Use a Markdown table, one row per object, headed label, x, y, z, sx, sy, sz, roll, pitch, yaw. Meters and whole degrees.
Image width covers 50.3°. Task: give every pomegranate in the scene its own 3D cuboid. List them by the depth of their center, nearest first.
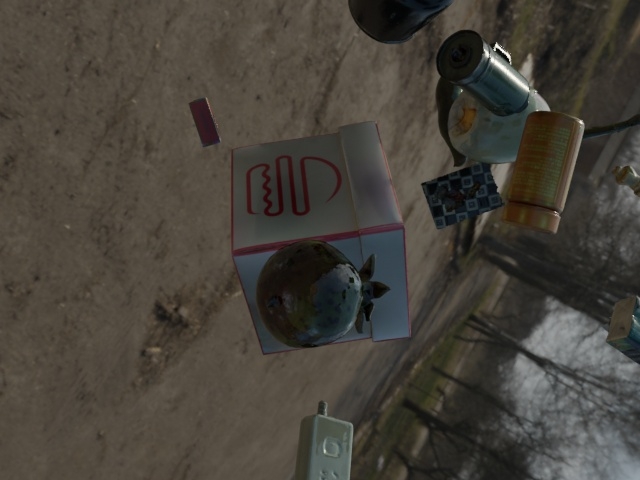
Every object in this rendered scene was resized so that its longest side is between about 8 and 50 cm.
| label | x | y | z | sx | sy | sz | roll | pitch | yaw |
| --- | --- | --- | --- | --- | --- | --- | --- | --- | --- |
| pomegranate | 0.003 | 0.073 | 0.872 | 0.148 | 0.169 | 0.148 | -171 | -90 | -68 |

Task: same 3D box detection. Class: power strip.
| label | x | y | z | sx | sy | sz | roll | pitch | yaw |
| --- | --- | --- | --- | --- | --- | --- | --- | --- | --- |
| power strip | -0.001 | 0.458 | 1.245 | 0.058 | 0.098 | 0.338 | -35 | -139 | 49 |

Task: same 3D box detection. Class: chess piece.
| label | x | y | z | sx | sy | sz | roll | pitch | yaw |
| --- | --- | --- | --- | --- | --- | --- | --- | --- | --- |
| chess piece | 0.743 | -0.119 | 1.561 | 0.060 | 0.172 | 0.060 | -59 | -177 | 5 |

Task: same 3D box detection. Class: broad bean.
| label | x | y | z | sx | sy | sz | roll | pitch | yaw |
| --- | --- | --- | --- | --- | --- | --- | --- | --- | --- |
| broad bean | 0.342 | -0.341 | 1.784 | 0.061 | 0.077 | 0.339 | 41 | 45 | -64 |

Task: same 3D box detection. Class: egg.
| label | x | y | z | sx | sy | sz | roll | pitch | yaw |
| --- | --- | --- | --- | --- | --- | --- | --- | --- | --- |
| egg | 0.394 | -0.252 | 1.462 | 0.183 | 0.217 | 0.183 | -176 | -90 | -70 |

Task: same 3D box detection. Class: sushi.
| label | x | y | z | sx | sy | sz | roll | pitch | yaw |
| --- | --- | --- | --- | --- | --- | --- | --- | --- | --- |
| sushi | 0.391 | -0.125 | 1.878 | 0.201 | 0.139 | 0.031 | -19 | 179 | 2 |

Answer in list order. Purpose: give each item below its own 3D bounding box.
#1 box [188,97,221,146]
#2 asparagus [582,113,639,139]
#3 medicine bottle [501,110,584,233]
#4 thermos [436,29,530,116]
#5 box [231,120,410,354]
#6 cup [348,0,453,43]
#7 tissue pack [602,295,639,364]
| label | x | y | z | sx | sy | sz | roll | pitch | yaw |
| --- | --- | --- | --- | --- | --- | --- | --- | --- | --- |
| box | -0.281 | -0.290 | 1.668 | 0.175 | 0.048 | 0.112 | -130 | -157 | -76 |
| asparagus | 0.610 | -0.241 | 1.449 | 0.034 | 0.236 | 0.027 | 59 | 34 | -30 |
| medicine bottle | 0.373 | -0.114 | 1.147 | 0.096 | 0.096 | 0.192 | 9 | 95 | -73 |
| thermos | 0.244 | -0.234 | 0.987 | 0.073 | 0.083 | 0.187 | -35 | 147 | 28 |
| box | 0.000 | 0.000 | 1.317 | 0.312 | 0.300 | 0.314 | -97 | 178 | -45 |
| cup | 0.140 | -0.459 | 1.163 | 0.176 | 0.169 | 0.223 | 137 | -45 | -68 |
| tissue pack | 0.531 | 0.161 | 1.129 | 0.085 | 0.111 | 0.079 | -63 | -169 | -29 |
